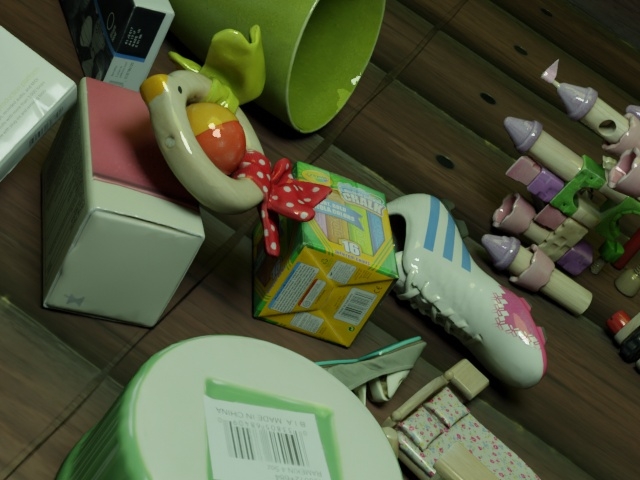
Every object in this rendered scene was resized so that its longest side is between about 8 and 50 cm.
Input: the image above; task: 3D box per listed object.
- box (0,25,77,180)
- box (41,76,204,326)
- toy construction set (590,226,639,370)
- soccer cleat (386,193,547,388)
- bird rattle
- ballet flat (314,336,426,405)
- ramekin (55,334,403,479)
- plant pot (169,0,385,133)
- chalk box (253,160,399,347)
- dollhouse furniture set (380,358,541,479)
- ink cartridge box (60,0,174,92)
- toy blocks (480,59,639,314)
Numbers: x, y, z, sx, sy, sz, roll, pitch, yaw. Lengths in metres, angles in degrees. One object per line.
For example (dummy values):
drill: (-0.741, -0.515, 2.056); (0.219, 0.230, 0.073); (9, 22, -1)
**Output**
box: (-0.452, -0.171, 1.106); (0.322, 0.058, 0.232); (36, 68, 1)
box: (-0.223, -0.044, 1.171); (0.126, 0.149, 0.232); (15, 38, -27)
toy construction set: (0.569, 0.054, 1.617); (0.257, 0.237, 0.309); (11, 39, -29)
soccer cleat: (0.163, 0.071, 1.398); (0.143, 0.116, 0.331); (-10, 48, -26)
bird rattle: (-0.108, -0.095, 1.143); (0.207, 0.143, 0.254); (-13, 85, -62)
ballet flat: (0.048, 0.161, 1.223); (0.213, 0.072, 0.068); (-8, 78, -44)
ramekin: (-0.072, 0.227, 0.947); (0.303, 0.148, 0.303); (22, 35, -16)
plant pot: (-0.095, -0.344, 1.595); (0.293, 0.275, 0.275); (27, 30, 20)
chalk box: (0.000, 0.000, 1.316); (0.132, 0.132, 0.213); (19, 35, -20)
dollhouse furniture set: (0.213, 0.256, 1.124); (0.303, 0.174, 0.355); (43, 35, 15)
ink cartridge box: (-0.299, -0.350, 1.490); (0.065, 0.165, 0.333); (6, 41, -32)
toy blocks: (0.366, -0.107, 1.611); (0.260, 0.288, 0.309); (32, 36, -10)
